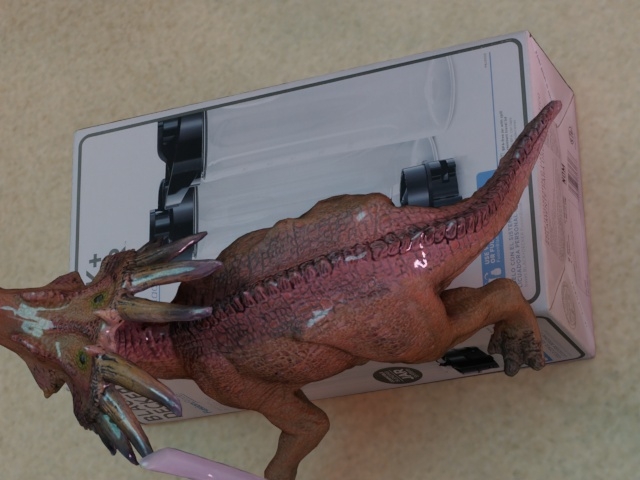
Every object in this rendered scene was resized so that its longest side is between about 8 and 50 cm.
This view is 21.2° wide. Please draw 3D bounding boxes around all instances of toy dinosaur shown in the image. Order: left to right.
[{"bbox_3d":[-0.012,0.027,0.800,0.296,0.200,0.127,-30,62,13],"label":"toy dinosaur"}]

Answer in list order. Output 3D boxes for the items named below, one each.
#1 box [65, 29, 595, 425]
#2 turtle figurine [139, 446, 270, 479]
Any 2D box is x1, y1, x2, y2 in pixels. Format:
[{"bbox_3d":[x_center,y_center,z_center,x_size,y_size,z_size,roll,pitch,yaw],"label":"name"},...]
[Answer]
[{"bbox_3d":[0.000,0.000,0.974,0.290,0.087,0.169,-10,67,23],"label":"box"},{"bbox_3d":[0.111,0.177,0.730,0.198,0.266,0.274,-8,101,57],"label":"turtle figurine"}]
